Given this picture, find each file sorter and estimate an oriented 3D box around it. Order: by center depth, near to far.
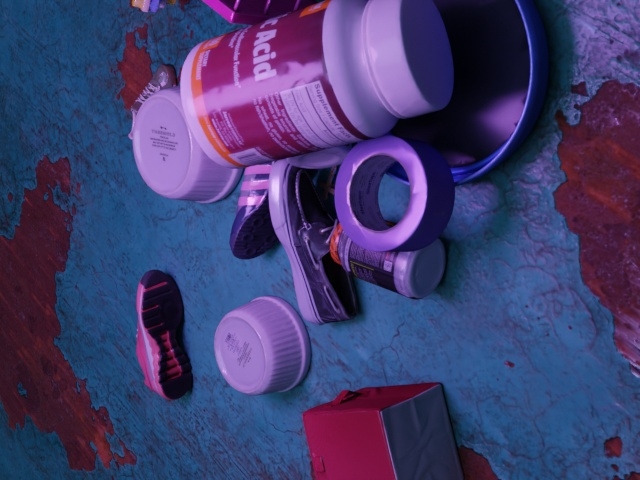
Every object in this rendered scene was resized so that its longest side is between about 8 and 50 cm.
[{"bbox_3d":[-0.077,-0.492,1.523,0.202,0.291,0.182,42,122,30],"label":"file sorter"}]

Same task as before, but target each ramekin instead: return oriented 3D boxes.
[{"bbox_3d":[-0.130,0.226,1.845,0.207,0.109,0.207,12,107,43],"label":"ramekin"},{"bbox_3d":[-0.293,-0.209,1.903,0.273,0.127,0.273,12,107,43],"label":"ramekin"}]

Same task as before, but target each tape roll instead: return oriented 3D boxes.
[{"bbox_3d":[0.119,-0.075,1.433,0.189,0.080,0.189,-1,89,41],"label":"tape roll"}]

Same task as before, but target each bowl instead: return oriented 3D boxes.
[{"bbox_3d":[0.195,-0.281,1.447,0.391,0.077,0.391,11,106,42],"label":"bowl"}]

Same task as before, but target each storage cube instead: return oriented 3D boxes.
[{"bbox_3d":[0.112,0.370,1.585,0.193,0.184,0.215,-14,89,44],"label":"storage cube"}]

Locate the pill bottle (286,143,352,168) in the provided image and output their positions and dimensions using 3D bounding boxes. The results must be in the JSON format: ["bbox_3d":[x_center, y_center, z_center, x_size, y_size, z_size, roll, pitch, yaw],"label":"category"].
[{"bbox_3d":[-0.010,-0.252,1.607,0.124,0.124,0.221,-17,71,45],"label":"pill bottle"}]

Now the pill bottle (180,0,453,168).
[{"bbox_3d":[-0.006,-0.256,1.397,0.392,0.224,0.224,-10,91,30],"label":"pill bottle"}]

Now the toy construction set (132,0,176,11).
[{"bbox_3d":[-0.296,-0.641,1.801,0.328,0.151,0.215,-44,43,32],"label":"toy construction set"}]

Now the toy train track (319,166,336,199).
[{"bbox_3d":[0.023,-0.117,1.694,0.048,0.014,0.083,37,117,42],"label":"toy train track"}]

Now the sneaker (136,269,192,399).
[{"bbox_3d":[-0.405,0.226,2.110,0.136,0.116,0.313,-2,97,46],"label":"sneaker"}]

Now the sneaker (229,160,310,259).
[{"bbox_3d":[-0.110,-0.113,1.774,0.131,0.112,0.319,54,126,42],"label":"sneaker"}]

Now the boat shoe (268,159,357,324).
[{"bbox_3d":[0.000,0.000,1.674,0.119,0.121,0.335,-5,111,32],"label":"boat shoe"}]

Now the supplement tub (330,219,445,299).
[{"bbox_3d":[0.116,0.024,1.558,0.190,0.117,0.117,20,112,40],"label":"supplement tub"}]

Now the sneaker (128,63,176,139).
[{"bbox_3d":[-0.387,-0.306,2.003,0.064,0.086,0.192,35,121,34],"label":"sneaker"}]
